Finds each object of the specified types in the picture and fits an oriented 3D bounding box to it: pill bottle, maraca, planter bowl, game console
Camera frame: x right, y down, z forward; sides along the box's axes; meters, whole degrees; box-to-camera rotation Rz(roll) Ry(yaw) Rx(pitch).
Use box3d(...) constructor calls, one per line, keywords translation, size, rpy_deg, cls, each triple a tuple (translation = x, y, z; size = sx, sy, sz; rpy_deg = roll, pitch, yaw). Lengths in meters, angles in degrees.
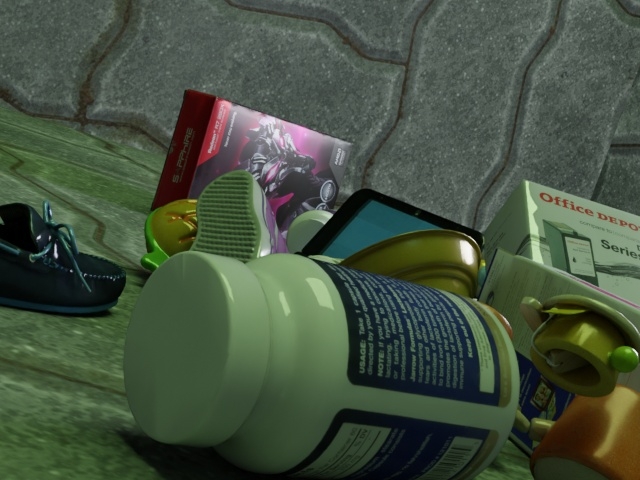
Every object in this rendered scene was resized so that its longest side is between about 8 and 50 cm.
box3d(translation=(0.000, 0.000, 1.964), size=(0.108, 0.108, 0.193), rpy_deg=(20, 5, 9), cls="pill bottle")
box3d(translation=(0.004, 0.092, 0.806), size=(0.265, 0.153, 0.153), rpy_deg=(15, 7, -40), cls="pill bottle")
box3d(translation=(-0.157, 0.015, 1.366), size=(0.127, 0.099, 0.185), rpy_deg=(26, 28, -11), cls="maraca")
box3d(translation=(0.092, 0.089, 1.237), size=(0.217, 0.217, 0.090), rpy_deg=(14, 42, -43), cls="planter bowl")
box3d(translation=(0.045, 0.010, 1.675), size=(0.250, 0.173, 0.293), rpy_deg=(14, 7, -44), cls="game console")

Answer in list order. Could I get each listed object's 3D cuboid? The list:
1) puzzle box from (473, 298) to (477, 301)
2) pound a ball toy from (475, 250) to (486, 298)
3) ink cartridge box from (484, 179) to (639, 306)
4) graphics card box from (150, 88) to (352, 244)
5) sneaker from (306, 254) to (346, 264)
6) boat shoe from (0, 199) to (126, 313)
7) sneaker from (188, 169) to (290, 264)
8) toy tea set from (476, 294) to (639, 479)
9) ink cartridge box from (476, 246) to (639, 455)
box3d(translation=(0.358, 0.154, 1.722), size=(0.409, 0.052, 0.272), rpy_deg=(9, 8, -25), cls="puzzle box")
box3d(translation=(0.389, 0.040, 2.386), size=(0.136, 0.208, 0.319), rpy_deg=(19, 6, -4), cls="pound a ball toy")
box3d(translation=(0.330, 0.081, 1.448), size=(0.211, 0.121, 0.289), rpy_deg=(17, 44, -13), cls="ink cartridge box")
box3d(translation=(-0.118, -0.119, 2.101), size=(0.094, 0.233, 0.371), rpy_deg=(18, 3, 43), cls="graphics card box")
box3d(translation=(0.070, 0.049, 1.383), size=(0.106, 0.123, 0.290), rpy_deg=(57, 15, 21), cls="sneaker")
box3d(translation=(-0.271, 0.009, 1.024), size=(0.109, 0.089, 0.258), rpy_deg=(23, 6, 35), cls="boat shoe")
box3d(translation=(-0.073, 0.051, 1.251), size=(0.102, 0.161, 0.282), rpy_deg=(-18, 29, 15), cls="sneaker")
box3d(translation=(0.131, 0.147, 0.964), size=(0.336, 0.124, 0.200), rpy_deg=(-1, -46, 47), cls="toy tea set")
box3d(translation=(0.242, 0.125, 1.172), size=(0.069, 0.176, 0.371), rpy_deg=(18, 5, -17), cls="ink cartridge box")
